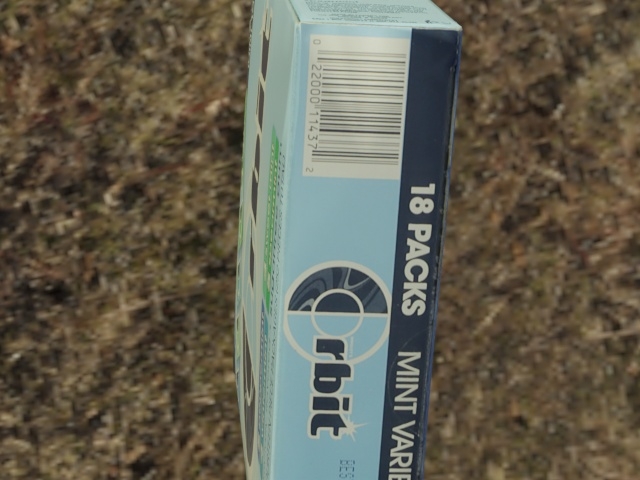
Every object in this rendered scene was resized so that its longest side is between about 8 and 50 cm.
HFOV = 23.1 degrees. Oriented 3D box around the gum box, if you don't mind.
[{"bbox_3d":[0.000,0.000,0.456,0.041,0.184,0.157,2,107,-5],"label":"gum box"}]
